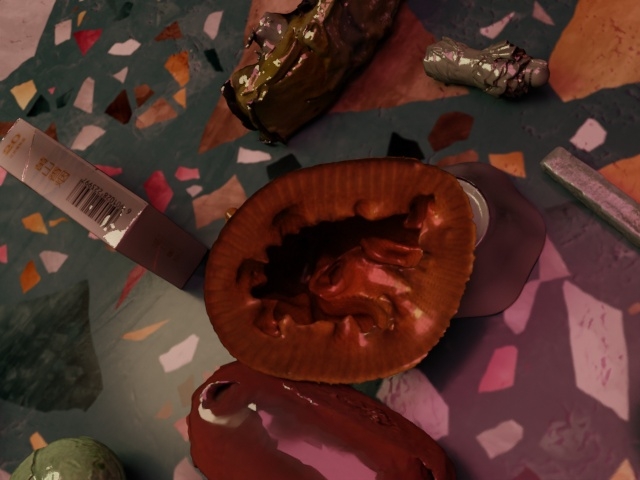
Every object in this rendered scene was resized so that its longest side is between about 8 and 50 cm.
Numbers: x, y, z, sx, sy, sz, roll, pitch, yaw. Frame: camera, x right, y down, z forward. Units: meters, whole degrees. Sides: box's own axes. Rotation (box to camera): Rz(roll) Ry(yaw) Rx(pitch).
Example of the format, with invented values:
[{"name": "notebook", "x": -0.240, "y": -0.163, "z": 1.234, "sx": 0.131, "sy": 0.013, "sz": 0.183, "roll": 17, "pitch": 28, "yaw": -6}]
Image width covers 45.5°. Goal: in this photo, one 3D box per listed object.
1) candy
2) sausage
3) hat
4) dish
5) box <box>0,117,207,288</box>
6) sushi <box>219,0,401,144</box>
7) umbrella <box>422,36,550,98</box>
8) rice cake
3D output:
[{"name": "candy", "x": -0.373, "y": 0.381, "z": 0.811, "sx": 0.440, "sy": 0.119, "sz": 0.119, "roll": -47, "pitch": 62, "yaw": 5}, {"name": "sausage", "x": -0.003, "y": 0.207, "z": 0.712, "sx": 0.280, "sy": 0.152, "sz": 0.152, "roll": 23, "pitch": 79, "yaw": 25}, {"name": "hat", "x": 0.000, "y": 0.000, "z": 0.782, "sx": 0.244, "sy": 0.233, "sz": 0.233, "roll": -55, "pitch": 19, "yaw": 4}, {"name": "dish", "x": 0.135, "y": -0.011, "z": 0.797, "sx": 0.191, "sy": 0.066, "sz": 0.190, "roll": -7, "pitch": 67, "yaw": 17}, {"name": "box", "x": -0.261, "y": -0.043, "z": 0.902, "sx": 0.233, "sy": 0.149, "sz": 0.067, "roll": 31, "pitch": 79, "yaw": 27}, {"name": "sushi", "x": -0.007, "y": -0.256, "z": 0.907, "sx": 0.291, "sy": 0.139, "sz": 0.131, "roll": -48, "pitch": 55, "yaw": -2}, {"name": "umbrella", "x": 0.186, "y": -0.195, "z": 0.855, "sx": 0.143, "sy": 0.067, "sz": 0.062, "roll": 16, "pitch": 46, "yaw": 30}, {"name": "rice cake", "x": 0.296, "y": -0.037, "z": 0.772, "sx": 0.033, "sy": 0.029, "sz": 0.171, "roll": -43, "pitch": 62, "yaw": -4}]
